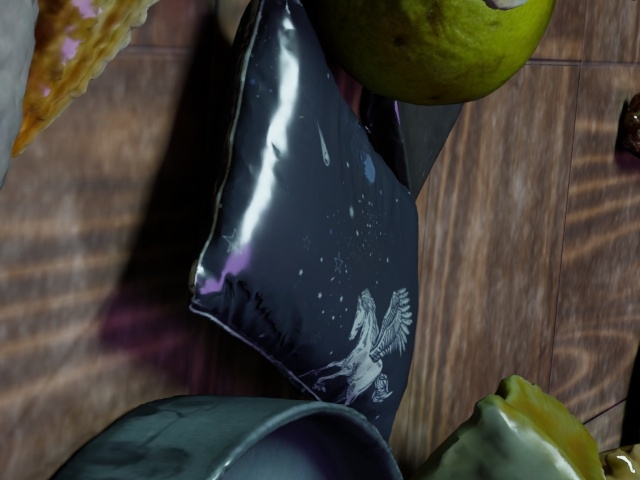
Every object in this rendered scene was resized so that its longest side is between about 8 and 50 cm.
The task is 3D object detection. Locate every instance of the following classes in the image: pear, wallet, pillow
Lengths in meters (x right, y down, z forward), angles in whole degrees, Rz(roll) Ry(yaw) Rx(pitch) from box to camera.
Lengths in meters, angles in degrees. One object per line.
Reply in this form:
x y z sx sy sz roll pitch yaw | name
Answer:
0.047 -0.109 0.780 0.131 0.107 0.107 -6 103 -57 | pear
0.060 -0.090 0.913 0.082 0.018 0.156 73 34 -45 | wallet
0.000 0.000 0.759 0.208 0.055 0.141 52 43 -59 | pillow

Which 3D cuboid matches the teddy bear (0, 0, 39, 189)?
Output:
-0.122 -0.097 0.336 0.236 0.151 0.267 -17 113 -66 | teddy bear

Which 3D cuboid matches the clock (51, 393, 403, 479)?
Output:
-0.048 0.215 0.707 0.319 0.066 0.318 7 90 -67 | clock

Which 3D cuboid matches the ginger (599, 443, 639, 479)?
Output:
0.253 0.282 1.256 0.274 0.152 0.357 -17 112 -44 | ginger

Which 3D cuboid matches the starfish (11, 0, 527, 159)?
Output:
-0.040 -0.219 0.539 0.398 0.132 0.383 -39 136 -53 | starfish

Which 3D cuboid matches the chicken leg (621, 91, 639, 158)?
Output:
0.317 -0.039 1.420 0.407 0.096 0.158 42 56 -52 | chicken leg

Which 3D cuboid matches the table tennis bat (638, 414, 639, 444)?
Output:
0.270 0.148 1.439 0.329 0.044 0.215 -54 144 -50 | table tennis bat

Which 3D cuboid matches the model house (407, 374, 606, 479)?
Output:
0.119 0.204 0.943 0.239 0.173 0.268 -11 110 -77 | model house
